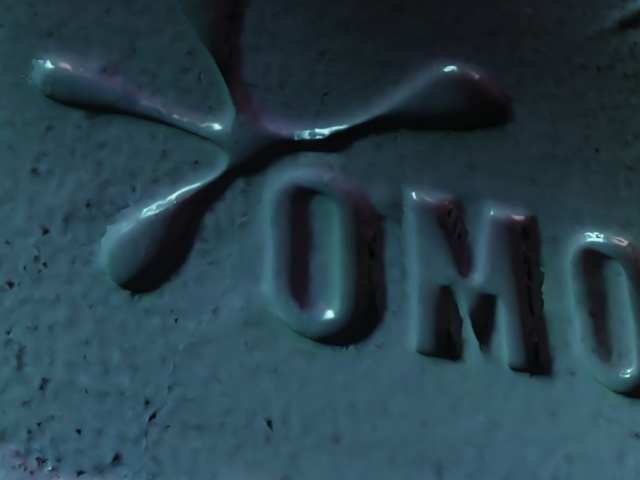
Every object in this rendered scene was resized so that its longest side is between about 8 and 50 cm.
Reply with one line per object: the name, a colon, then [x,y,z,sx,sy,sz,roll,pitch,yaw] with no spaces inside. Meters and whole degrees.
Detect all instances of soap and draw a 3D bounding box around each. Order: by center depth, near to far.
soap: [0.000,0.000,0.607,0.296,0.285,0.107,10,143,-19]
